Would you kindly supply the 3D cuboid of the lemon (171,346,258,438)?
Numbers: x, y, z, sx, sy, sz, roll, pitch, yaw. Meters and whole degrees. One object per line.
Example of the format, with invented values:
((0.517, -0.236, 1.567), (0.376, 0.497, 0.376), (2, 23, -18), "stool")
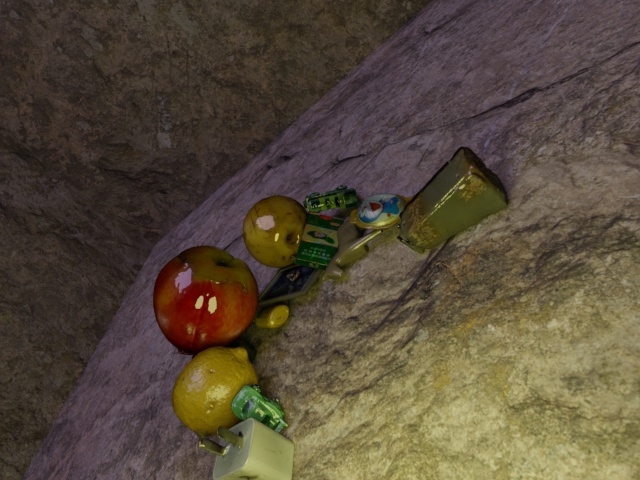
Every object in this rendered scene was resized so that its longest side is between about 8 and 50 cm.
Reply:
((-0.293, 0.422, 1.277), (0.253, 0.228, 0.228), (-47, 23, -24), "lemon")

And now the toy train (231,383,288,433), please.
((-0.159, 0.448, 1.159), (0.099, 0.149, 0.081), (-51, -2, -8), "toy train")

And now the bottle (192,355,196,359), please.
((-0.377, 0.374, 1.657), (0.244, 0.072, 0.082), (-44, -2, 11), "bottle")

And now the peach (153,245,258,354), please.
((-0.380, 0.208, 1.469), (0.370, 0.370, 0.370), (-37, 27, 23), "peach")

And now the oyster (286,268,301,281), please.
((-0.090, 0.115, 1.537), (0.054, 0.019, 0.083), (-40, 19, -11), "oyster")

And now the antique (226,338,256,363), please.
((-0.305, 0.424, 1.466), (0.221, 0.081, 0.080), (-49, 27, -4), "antique")

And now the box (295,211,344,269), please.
((0.000, 0.000, 1.533), (0.034, 0.132, 0.235), (99, -175, -45), "box")

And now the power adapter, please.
((-0.178, 0.488, 1.021), (0.130, 0.204, 0.125), (-37, 27, 26), "power adapter")

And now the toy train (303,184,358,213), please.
((0.037, -0.147, 1.636), (0.200, 0.083, 0.132), (-14, 12, -1), "toy train")

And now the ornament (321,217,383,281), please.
((0.099, 0.016, 1.416), (0.244, 0.061, 0.230), (-35, 30, 20), "ornament")

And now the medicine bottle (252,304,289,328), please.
((-0.199, 0.264, 1.541), (0.095, 0.064, 0.260), (-47, 18, -31), "medicine bottle")

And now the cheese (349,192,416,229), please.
((0.217, -0.094, 1.324), (0.270, 0.069, 0.177), (-9, 36, 19), "cheese")

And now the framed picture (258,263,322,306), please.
((-0.099, 0.141, 1.554), (0.281, 0.019, 0.209), (-21, 25, 40), "framed picture")

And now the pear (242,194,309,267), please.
((-0.157, -0.032, 1.674), (0.280, 0.280, 0.281), (-37, 27, 23), "pear")

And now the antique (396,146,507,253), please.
((0.315, -0.086, 1.146), (0.284, 0.150, 0.125), (-42, 25, 33), "antique")
